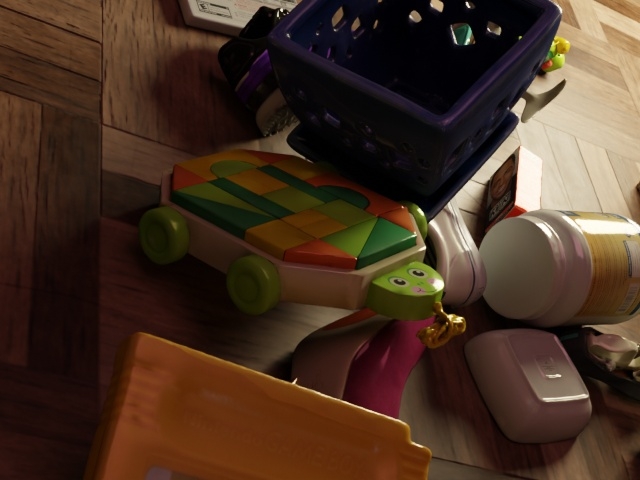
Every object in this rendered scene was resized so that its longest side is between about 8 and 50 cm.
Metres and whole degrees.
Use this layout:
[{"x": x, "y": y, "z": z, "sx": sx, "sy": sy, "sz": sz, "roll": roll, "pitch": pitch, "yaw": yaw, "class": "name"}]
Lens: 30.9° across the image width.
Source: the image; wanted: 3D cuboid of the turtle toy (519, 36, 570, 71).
[{"x": 0.350, "y": -0.310, "z": 1.872, "sx": 0.130, "sy": 0.066, "sz": 0.095, "roll": 6, "pitch": 26, "yaw": -40, "class": "turtle toy"}]

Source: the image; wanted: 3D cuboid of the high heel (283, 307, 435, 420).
[{"x": 0.037, "y": 0.180, "z": 1.122, "sx": 0.377, "sy": 0.127, "sz": 0.181, "roll": -31, "pitch": 100, "yaw": -54, "class": "high heel"}]

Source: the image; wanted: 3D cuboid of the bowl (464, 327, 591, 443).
[{"x": 0.246, "y": 0.159, "z": 1.335, "sx": 0.142, "sy": 0.053, "sz": 0.142, "roll": 2, "pitch": 51, "yaw": -38, "class": "bowl"}]

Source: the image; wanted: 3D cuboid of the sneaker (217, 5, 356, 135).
[{"x": -0.020, "y": -0.243, "z": 1.459, "sx": 0.146, "sy": 0.102, "sz": 0.293, "roll": 47, "pitch": 38, "yaw": 9, "class": "sneaker"}]

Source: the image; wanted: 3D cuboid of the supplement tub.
[{"x": 0.305, "y": 0.034, "z": 1.431, "sx": 0.200, "sy": 0.144, "sz": 0.144, "roll": 2, "pitch": 52, "yaw": -40, "class": "supplement tub"}]

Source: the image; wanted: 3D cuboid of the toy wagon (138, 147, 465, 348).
[{"x": 0.000, "y": 0.000, "z": 1.162, "sx": 0.344, "sy": 0.068, "sz": 0.267, "roll": 27, "pitch": 29, "yaw": 31, "class": "toy wagon"}]

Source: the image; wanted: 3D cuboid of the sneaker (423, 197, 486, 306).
[{"x": 0.109, "y": -0.038, "z": 1.375, "sx": 0.091, "sy": 0.094, "sz": 0.258, "roll": 0, "pitch": 54, "yaw": -46, "class": "sneaker"}]

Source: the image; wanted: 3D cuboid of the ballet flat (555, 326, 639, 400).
[{"x": 0.381, "y": 0.153, "z": 1.441, "sx": 0.203, "sy": 0.074, "sz": 0.074, "roll": 22, "pitch": 42, "yaw": -24, "class": "ballet flat"}]

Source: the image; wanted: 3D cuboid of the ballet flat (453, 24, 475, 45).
[{"x": 0.180, "y": -0.184, "z": 1.590, "sx": 0.124, "sy": 0.116, "sz": 0.342, "roll": 54, "pitch": 31, "yaw": -15, "class": "ballet flat"}]

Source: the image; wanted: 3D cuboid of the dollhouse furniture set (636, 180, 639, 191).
[{"x": 0.652, "y": -0.086, "z": 1.835, "sx": 0.242, "sy": 0.161, "sz": 0.212, "roll": 7, "pitch": 49, "yaw": -36, "class": "dollhouse furniture set"}]

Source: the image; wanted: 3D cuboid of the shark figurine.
[{"x": 0.253, "y": -0.293, "z": 1.775, "sx": 0.116, "sy": 0.166, "sz": 0.278, "roll": -19, "pitch": 83, "yaw": -21, "class": "shark figurine"}]

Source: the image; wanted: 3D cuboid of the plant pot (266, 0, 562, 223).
[{"x": 0.100, "y": -0.171, "z": 1.297, "sx": 0.236, "sy": 0.212, "sz": 0.236, "roll": 32, "pitch": 59, "yaw": 21, "class": "plant pot"}]

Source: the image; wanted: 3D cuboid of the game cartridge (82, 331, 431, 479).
[{"x": -0.056, "y": 0.263, "z": 0.879, "sx": 0.285, "sy": 0.053, "sz": 0.323, "roll": 22, "pitch": 65, "yaw": -24, "class": "game cartridge"}]

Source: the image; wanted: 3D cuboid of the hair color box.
[{"x": 0.257, "y": -0.056, "z": 1.539, "sx": 0.043, "sy": 0.072, "sz": 0.141, "roll": 31, "pitch": 38, "yaw": -11, "class": "hair color box"}]

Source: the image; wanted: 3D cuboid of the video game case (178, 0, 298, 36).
[{"x": -0.113, "y": -0.331, "z": 1.533, "sx": 0.190, "sy": 0.022, "sz": 0.173, "roll": 6, "pitch": 50, "yaw": -36, "class": "video game case"}]
